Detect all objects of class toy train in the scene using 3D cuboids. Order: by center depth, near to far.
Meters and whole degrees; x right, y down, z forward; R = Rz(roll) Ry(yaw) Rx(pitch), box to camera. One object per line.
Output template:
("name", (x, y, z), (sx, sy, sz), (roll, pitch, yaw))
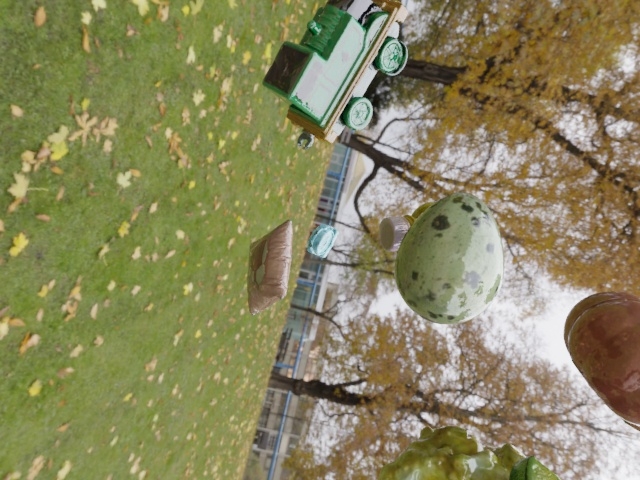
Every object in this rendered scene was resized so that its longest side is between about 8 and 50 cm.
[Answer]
("toy train", (0.033, -0.422, 1.033), (0.178, 0.249, 0.429), (40, -77, 39))

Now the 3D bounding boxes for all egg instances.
("egg", (0.220, 0.029, 0.744), (0.177, 0.177, 0.228), (165, -60, -85))

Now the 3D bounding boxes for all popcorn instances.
("popcorn", (0.331, 0.573, 0.985), (0.334, 0.292, 0.293), (21, -104, 48))

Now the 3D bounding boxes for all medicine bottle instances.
("medicine bottle", (0.227, -0.019, 0.891), (0.122, 0.213, 0.121), (175, -90, -70))

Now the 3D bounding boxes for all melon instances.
("melon", (0.418, 0.490, 0.762), (0.118, 0.209, 0.064), (-25, 137, -34))

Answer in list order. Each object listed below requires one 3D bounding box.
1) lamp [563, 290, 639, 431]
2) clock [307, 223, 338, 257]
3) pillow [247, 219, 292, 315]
("lamp", (0.638, 0.225, 0.853), (0.239, 0.305, 0.305), (-46, -163, 23))
("clock", (-0.001, 0.000, 1.427), (0.108, 0.045, 0.147), (-62, 156, 6))
("pillow", (-0.145, 0.078, 1.207), (0.223, 0.084, 0.236), (-34, -131, 49))
